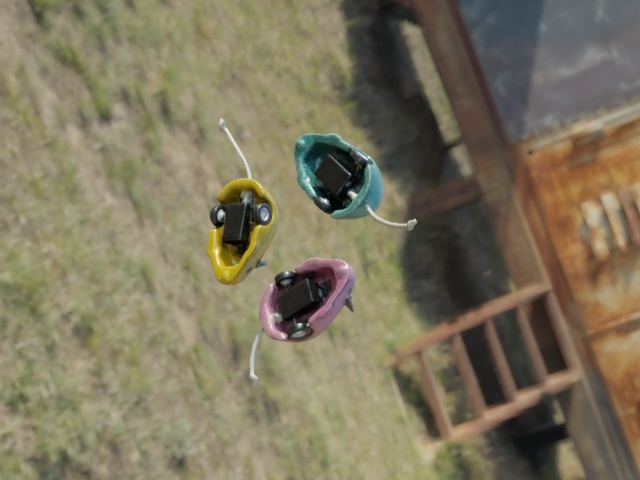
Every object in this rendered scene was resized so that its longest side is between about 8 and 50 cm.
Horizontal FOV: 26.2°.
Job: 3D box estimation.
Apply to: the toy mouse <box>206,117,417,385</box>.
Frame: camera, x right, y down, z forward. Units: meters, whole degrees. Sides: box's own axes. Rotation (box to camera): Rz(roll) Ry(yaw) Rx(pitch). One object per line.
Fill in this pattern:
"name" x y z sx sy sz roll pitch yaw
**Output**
"toy mouse" 0.000 0.000 0.756 0.031 0.143 0.161 26 63 -49
